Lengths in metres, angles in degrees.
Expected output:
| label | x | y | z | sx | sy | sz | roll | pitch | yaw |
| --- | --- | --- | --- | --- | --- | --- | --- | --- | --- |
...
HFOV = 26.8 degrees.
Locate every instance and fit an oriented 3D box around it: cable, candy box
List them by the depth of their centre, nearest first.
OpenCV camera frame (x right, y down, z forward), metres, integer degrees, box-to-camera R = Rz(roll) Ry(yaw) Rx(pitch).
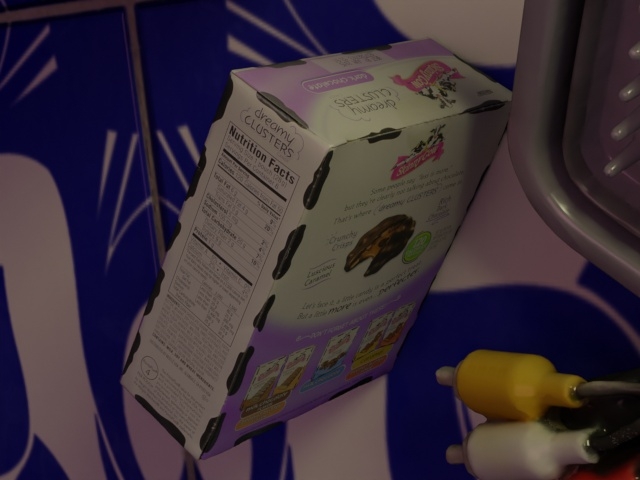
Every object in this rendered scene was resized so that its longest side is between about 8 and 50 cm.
| label | x | y | z | sx | sy | sz | roll | pitch | yaw |
| --- | --- | --- | --- | --- | --- | --- | --- | --- | --- |
| cable | 0.151 | 0.092 | 0.610 | 0.139 | 0.072 | 0.287 | 63 | 155 | 5 |
| candy box | 0.000 | 0.000 | 0.704 | 0.070 | 0.165 | 0.196 | 39 | 123 | 26 |

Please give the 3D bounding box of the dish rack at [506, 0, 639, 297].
| label | x | y | z | sx | sy | sz | roll | pitch | yaw |
| --- | --- | --- | --- | --- | --- | --- | --- | --- | --- |
| dish rack | 0.206 | -0.067 | 0.500 | 0.285 | 0.072 | 0.333 | 38 | 150 | 28 |
